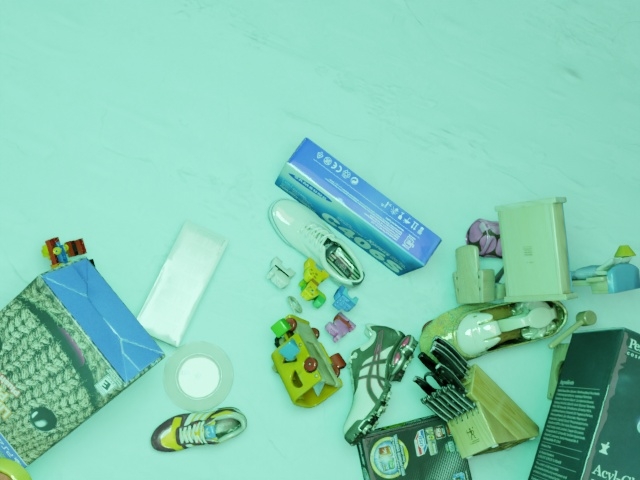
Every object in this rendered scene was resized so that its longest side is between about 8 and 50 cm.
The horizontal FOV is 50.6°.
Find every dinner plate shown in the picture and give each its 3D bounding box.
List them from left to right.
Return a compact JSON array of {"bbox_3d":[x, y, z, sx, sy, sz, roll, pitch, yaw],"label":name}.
[{"bbox_3d":[-0.244,0.272,1.360,0.141,0.017,0.141,3,78,-11],"label":"dinner plate"}]

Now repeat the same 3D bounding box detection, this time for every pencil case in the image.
[{"bbox_3d":[0.441,-0.006,1.533,0.210,0.098,0.095,0,61,-14],"label":"pencil case"}]

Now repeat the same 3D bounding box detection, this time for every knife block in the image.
[{"bbox_3d":[0.315,0.318,1.409,0.276,0.088,0.242,10,52,-46],"label":"knife block"}]

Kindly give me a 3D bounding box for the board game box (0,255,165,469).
[{"bbox_3d":[-0.466,0.213,1.181,0.291,0.141,0.232,-39,90,18],"label":"board game box"}]

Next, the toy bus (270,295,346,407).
[{"bbox_3d":[-0.046,0.237,1.363,0.104,0.202,0.191,-41,98,13],"label":"toy bus"}]

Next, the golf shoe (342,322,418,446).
[{"bbox_3d":[0.096,0.290,1.382,0.120,0.105,0.272,26,52,13],"label":"golf shoe"}]

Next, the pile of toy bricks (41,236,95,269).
[{"bbox_3d":[-0.499,0.099,1.302,0.105,0.118,0.212,-12,99,13],"label":"pile of toy bricks"}]

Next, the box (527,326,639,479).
[{"bbox_3d":[0.619,0.408,1.332,0.294,0.212,0.395,22,78,-3],"label":"box"}]

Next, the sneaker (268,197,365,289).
[{"bbox_3d":[0.000,0.000,1.431,0.258,0.091,0.094,41,73,-3],"label":"sneaker"}]

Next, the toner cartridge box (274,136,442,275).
[{"bbox_3d":[0.073,-0.063,1.424,0.348,0.165,0.075,37,73,-3],"label":"toner cartridge box"}]

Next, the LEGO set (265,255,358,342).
[{"bbox_3d":[-0.010,0.116,1.383,0.227,0.087,0.093,41,35,-5],"label":"LEGO set"}]

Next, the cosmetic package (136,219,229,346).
[{"bbox_3d":[-0.279,0.088,1.364,0.099,0.060,0.238,26,75,-5],"label":"cosmetic package"}]

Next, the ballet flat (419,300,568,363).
[{"bbox_3d":[0.382,0.186,1.457,0.349,0.123,0.123,-10,81,-20],"label":"ballet flat"}]

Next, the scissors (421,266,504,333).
[{"bbox_3d":[0.349,0.166,1.521,0.297,0.021,0.109,-35,88,-19],"label":"scissors"}]

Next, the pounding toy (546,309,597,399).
[{"bbox_3d":[0.569,0.260,1.510,0.181,0.094,0.205,14,78,-8],"label":"pounding toy"}]

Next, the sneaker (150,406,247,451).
[{"bbox_3d":[-0.234,0.364,1.305,0.186,0.084,0.069,-14,88,-16],"label":"sneaker"}]

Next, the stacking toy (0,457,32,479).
[{"bbox_3d":[-0.667,0.469,1.107,0.280,0.130,0.308,33,96,0],"label":"stacking toy"}]

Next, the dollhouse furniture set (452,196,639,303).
[{"bbox_3d":[0.488,0.022,1.462,0.304,0.287,0.197,-2,86,-42],"label":"dollhouse furniture set"}]

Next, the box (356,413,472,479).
[{"bbox_3d":[0.204,0.510,1.394,0.217,0.060,0.269,-9,81,-15],"label":"box"}]
